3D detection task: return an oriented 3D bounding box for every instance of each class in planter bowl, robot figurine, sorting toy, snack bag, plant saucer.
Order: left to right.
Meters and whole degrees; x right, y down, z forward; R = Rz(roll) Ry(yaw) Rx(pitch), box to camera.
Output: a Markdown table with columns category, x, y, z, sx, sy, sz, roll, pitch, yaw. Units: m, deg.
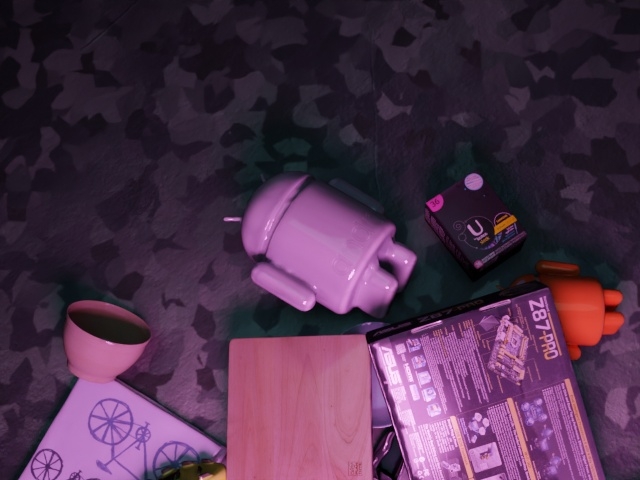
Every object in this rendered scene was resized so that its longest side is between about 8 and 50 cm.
| category | x | y | z | sx | sy | sz | roll | pitch | yaw |
| --- | --- | --- | --- | --- | --- | --- | --- | --- | --- |
| planter bowl | -0.413 | 0.199 | 1.523 | 0.162 | 0.162 | 0.109 | 28 | 105 | 13 |
| snack bag | -0.389 | 0.452 | 1.495 | 0.323 | 0.037 | 0.343 | 27 | 78 | 14 |
| sorting toy | -0.030 | 0.304 | 1.441 | 0.255 | 0.089 | 0.257 | -3 | 76 | 12 |
| robot figurine | 0.000 | 0.000 | 1.504 | 0.353 | 0.200 | 0.300 | 30 | 51 | 13 |
| plant saucer | 0.102 | 0.250 | 1.503 | 0.194 | 0.037 | 0.195 | -2 | 73 | 7 |
| robot figurine | 0.428 | 0.126 | 1.459 | 0.219 | 0.128 | 0.158 | 3 | 105 | 7 |

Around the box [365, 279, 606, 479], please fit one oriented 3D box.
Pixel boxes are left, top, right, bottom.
| category | x | y | z | sx | sy | sz | roll | pitch | yaw |
| --- | --- | --- | --- | --- | --- | --- | --- | --- | --- |
| box | 0.281 | 0.300 | 1.369 | 0.318 | 0.097 | 0.395 | -18 | 95 | 2 |

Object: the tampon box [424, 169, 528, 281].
| category | x | y | z | sx | sy | sz | roll | pitch | yaw |
| --- | --- | --- | --- | --- | --- | --- | --- | --- | --- |
| tampon box | 0.292 | -0.027 | 1.533 | 0.120 | 0.101 | 0.161 | -34 | 73 | -5 |

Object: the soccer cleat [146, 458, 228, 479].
| category | x | y | z | sx | sy | sz | roll | pitch | yaw |
| --- | --- | --- | --- | --- | --- | --- | --- | --- | --- |
| soccer cleat | -0.283 | 0.487 | 1.421 | 0.289 | 0.093 | 0.121 | -28 | 102 | -7 |

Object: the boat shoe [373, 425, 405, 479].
| category | x | y | z | sx | sy | sz | roll | pitch | yaw |
| --- | --- | --- | --- | --- | --- | --- | --- | --- | --- |
| boat shoe | 0.104 | 0.419 | 1.437 | 0.075 | 0.065 | 0.206 | 27 | 78 | 13 |
